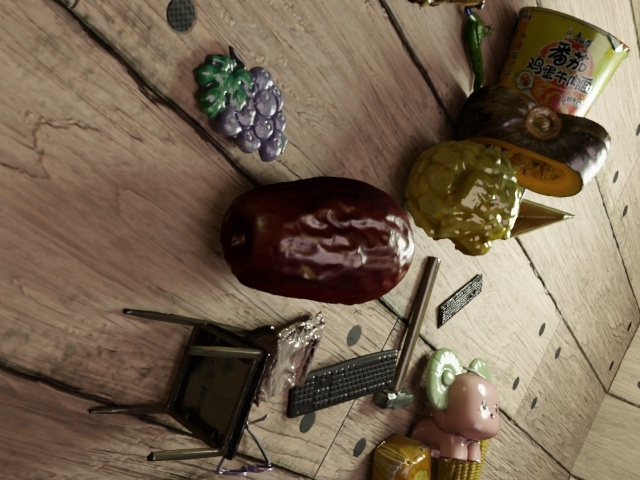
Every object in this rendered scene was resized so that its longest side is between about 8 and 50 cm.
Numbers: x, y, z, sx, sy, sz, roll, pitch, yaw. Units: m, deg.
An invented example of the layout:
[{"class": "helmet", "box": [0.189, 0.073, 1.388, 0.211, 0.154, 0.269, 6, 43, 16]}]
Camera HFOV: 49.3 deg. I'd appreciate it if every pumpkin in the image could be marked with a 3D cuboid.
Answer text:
[{"class": "pumpkin", "box": [0.442, -0.202, 1.491, 0.222, 0.317, 0.139, 91, 20, -75]}]

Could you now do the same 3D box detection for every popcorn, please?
[{"class": "popcorn", "box": [0.283, -0.093, 1.421, 0.249, 0.225, 0.250, -11, 111, -29]}]

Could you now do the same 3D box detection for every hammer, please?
[{"class": "hammer", "box": [0.217, 0.214, 1.610, 0.111, 0.043, 0.366, 13, 95, -51]}]

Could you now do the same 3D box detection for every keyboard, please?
[{"class": "keyboard", "box": [0.091, 0.282, 1.457, 0.381, 0.041, 0.104, -11, 115, -41]}, {"class": "keyboard", "box": [0.359, 0.153, 1.773, 0.196, 0.015, 0.074, -30, 129, -38]}]

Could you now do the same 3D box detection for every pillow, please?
[{"class": "pillow", "box": [-0.046, 0.205, 1.221, 0.135, 0.049, 0.248, -68, 164, 10]}]

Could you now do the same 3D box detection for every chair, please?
[{"class": "chair", "box": [-0.165, 0.214, 1.044, 0.272, 0.166, 0.188, 16, 94, -52]}]

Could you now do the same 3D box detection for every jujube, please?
[{"class": "jujube", "box": [0.000, 0.000, 1.108, 0.317, 0.223, 0.223, 1, 106, -40]}]

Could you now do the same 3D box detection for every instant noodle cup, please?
[{"class": "instant noodle cup", "box": [0.514, -0.371, 1.546, 0.264, 0.264, 0.200, 12, 107, -52]}]

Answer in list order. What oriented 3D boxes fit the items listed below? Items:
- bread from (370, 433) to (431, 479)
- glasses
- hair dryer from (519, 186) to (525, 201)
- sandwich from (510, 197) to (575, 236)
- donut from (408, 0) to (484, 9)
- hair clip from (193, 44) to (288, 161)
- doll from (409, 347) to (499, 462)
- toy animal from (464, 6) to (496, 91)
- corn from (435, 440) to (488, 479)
[{"class": "bread", "box": [0.186, 0.620, 1.700, 0.152, 0.119, 0.288, -13, 117, -43]}, {"class": "glasses", "box": [-0.135, 0.370, 1.269, 0.140, 0.062, 0.104, 12, 75, -52]}, {"class": "hair dryer", "box": [0.402, -0.079, 1.662, 0.073, 0.131, 0.236, -56, 162, -34]}, {"class": "sandwich", "box": [0.561, -0.036, 1.808, 0.079, 0.163, 0.114, -7, 113, -49]}, {"class": "donut", "box": [0.236, -0.481, 1.241, 0.186, 0.144, 0.126, -14, 98, -19]}, {"class": "hair clip", "box": [-0.112, -0.200, 1.026, 0.195, 0.052, 0.124, 41, 64, -42]}, {"class": "doll", "box": [0.340, 0.419, 1.763, 0.284, 0.216, 0.269, 24, 66, -42]}, {"class": "toy animal", "box": [0.335, -0.411, 1.464, 0.075, 0.041, 0.217, -49, 142, -22]}, {"class": "corn", "box": [0.388, 0.616, 1.933, 0.130, 0.130, 0.347, -20, 122, -44]}]
